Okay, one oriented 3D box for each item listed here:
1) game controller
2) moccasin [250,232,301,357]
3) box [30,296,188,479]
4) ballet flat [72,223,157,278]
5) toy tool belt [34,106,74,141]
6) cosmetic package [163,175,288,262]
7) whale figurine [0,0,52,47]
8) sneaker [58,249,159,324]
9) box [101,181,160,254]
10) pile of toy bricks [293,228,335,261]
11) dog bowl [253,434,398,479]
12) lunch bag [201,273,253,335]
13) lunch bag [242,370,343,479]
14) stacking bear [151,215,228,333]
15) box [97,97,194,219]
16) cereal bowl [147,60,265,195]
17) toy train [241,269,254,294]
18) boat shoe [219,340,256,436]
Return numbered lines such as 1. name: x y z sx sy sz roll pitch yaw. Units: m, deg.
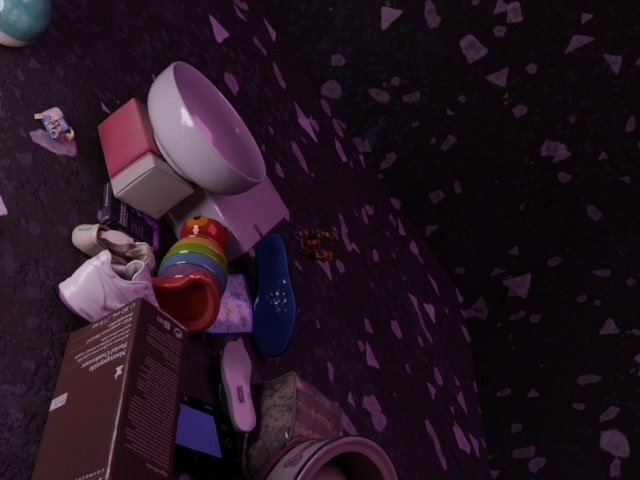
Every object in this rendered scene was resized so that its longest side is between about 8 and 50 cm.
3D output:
1. game controller: -0.275 0.386 1.435 0.319 0.067 0.166 40 31 -47
2. moccasin: -0.114 0.152 1.933 0.117 0.138 0.341 74 18 -71
3. box: -0.352 0.302 1.186 0.143 0.191 0.381 46 26 -38
4. ballet flat: -0.414 0.027 1.505 0.248 0.086 0.086 34 36 -52
5. toy tool belt: -0.572 -0.241 1.510 0.051 0.052 0.083 -33 94 -37
6. cosmetic package: -0.248 -0.081 1.914 0.217 0.156 0.385 58 23 -10
7. whale figurine: -0.677 -0.545 1.473 0.272 0.141 0.216 57 22 -15
8. sneaker: -0.359 0.135 1.396 0.114 0.152 0.305 36 -7 48
9. box: -0.433 -0.051 1.623 0.162 0.029 0.116 38 32 -44
10. pile of toy bricks: 0.000 0.000 2.464 0.212 0.105 0.118 26 42 -58
11. dog bowl: -0.005 0.608 1.493 0.408 0.150 0.407 2 87 -47
12. lunch bag: -0.237 0.160 1.687 0.129 0.096 0.151 2 50 -31
13. lunch bag: -0.060 0.497 1.675 0.235 0.169 0.287 46 33 -39
14. stacking bear: -0.282 0.053 1.587 0.289 0.176 0.164 -85 163 -51
15. box: -0.411 -0.192 1.656 0.149 0.127 0.232 35 26 -53
16. cereal bowl: -0.282 -0.239 1.635 0.339 0.141 0.339 52 14 -19
17. toy train: -0.203 0.139 1.928 0.027 0.036 0.158 47 26 -36
18. boat shoe: -0.205 0.345 1.641 0.078 0.070 0.219 12 56 -36
